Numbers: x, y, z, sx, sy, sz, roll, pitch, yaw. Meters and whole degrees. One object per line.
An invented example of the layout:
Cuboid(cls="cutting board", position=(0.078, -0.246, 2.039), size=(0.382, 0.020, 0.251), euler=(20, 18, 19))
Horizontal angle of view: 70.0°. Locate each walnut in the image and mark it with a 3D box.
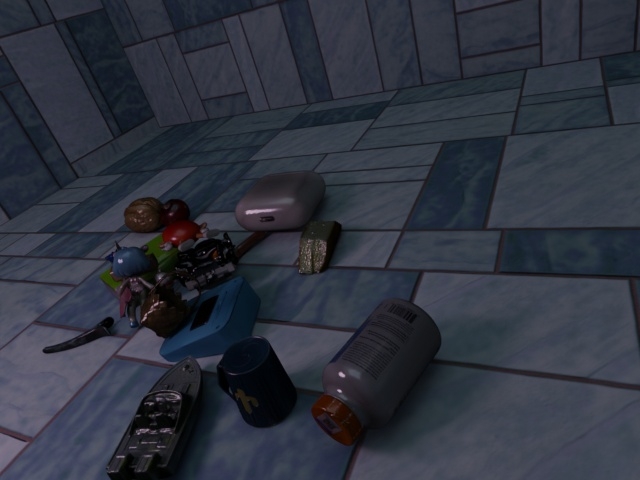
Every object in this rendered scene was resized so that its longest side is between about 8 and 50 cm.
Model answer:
Cuboid(cls="walnut", position=(-0.768, -0.111, 1.985), size=(0.183, 0.156, 0.155), euler=(-9, 31, 18))

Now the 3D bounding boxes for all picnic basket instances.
Cuboid(cls="picnic basket", position=(-0.415, 0.164, 1.279), size=(0.179, 0.128, 0.138), euler=(-55, 27, 4))

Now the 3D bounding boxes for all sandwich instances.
Cuboid(cls="sandwich", position=(0.000, 0.000, 1.454), size=(0.094, 0.096, 0.258), euler=(0, 37, 19))

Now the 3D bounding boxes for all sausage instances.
Cuboid(cls="sausage", position=(-0.256, 0.012, 1.621), size=(0.042, 0.036, 0.158), euler=(2, 36, 44))

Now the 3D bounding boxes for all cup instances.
Cuboid(cls="cup", position=(-0.152, 0.296, 0.984), size=(0.176, 0.155, 0.131), euler=(0, 34, 25))

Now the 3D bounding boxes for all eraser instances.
Cuboid(cls="eraser", position=(-0.605, 0.102, 1.607), size=(0.210, 0.092, 0.274), euler=(21, 48, 43))

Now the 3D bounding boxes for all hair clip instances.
Cuboid(cls="hair clip", position=(-0.753, 0.304, 1.408), size=(0.229, 0.039, 0.070), euler=(-21, 32, -3))

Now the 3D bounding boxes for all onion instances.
Cuboid(cls="onion", position=(-0.621, -0.115, 1.940), size=(0.131, 0.131, 0.131), euler=(-13, 31, 8))

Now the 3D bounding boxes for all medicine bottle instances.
Cuboid(cls="medicine bottle", position=(0.107, 0.258, 0.905), size=(0.156, 0.157, 0.288), euler=(13, 42, 41))

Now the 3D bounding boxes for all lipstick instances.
Cuboid(cls="lipstick", position=(-0.617, 0.089, 1.514), size=(0.145, 0.045, 0.045), euler=(-18, 38, -1))

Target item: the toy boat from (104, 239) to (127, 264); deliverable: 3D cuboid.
Cuboid(cls="toy boat", position=(-0.775, 0.048, 1.767), size=(0.174, 0.110, 0.091), euler=(12, 42, 38))

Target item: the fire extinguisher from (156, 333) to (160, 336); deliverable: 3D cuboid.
Cuboid(cls="fire extinguisher", position=(-0.455, 0.240, 1.359), size=(0.046, 0.032, 0.100), euler=(-22, 35, 15))

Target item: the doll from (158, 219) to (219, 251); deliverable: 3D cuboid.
Cuboid(cls="doll", position=(-0.465, -0.013, 1.551), size=(0.217, 0.085, 0.183), euler=(13, 34, 41))

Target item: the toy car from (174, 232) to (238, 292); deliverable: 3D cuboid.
Cuboid(cls="toy car", position=(-0.357, 0.065, 1.477), size=(0.193, 0.118, 0.301), euler=(-26, 16, -8))

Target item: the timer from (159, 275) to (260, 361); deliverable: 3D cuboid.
Cuboid(cls="timer", position=(-0.309, 0.230, 1.284), size=(0.249, 0.091, 0.232), euler=(-21, 29, 19))

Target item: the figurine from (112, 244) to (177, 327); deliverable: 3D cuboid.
Cuboid(cls="figurine", position=(-0.555, 0.133, 1.412), size=(0.205, 0.103, 0.260), euler=(-15, 71, 0))

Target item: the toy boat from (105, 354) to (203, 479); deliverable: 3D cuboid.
Cuboid(cls="toy boat", position=(-0.344, 0.379, 1.013), size=(0.141, 0.092, 0.320), euler=(-8, 31, 13))

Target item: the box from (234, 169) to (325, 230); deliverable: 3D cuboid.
Cuboid(cls="box", position=(-0.142, -0.151, 1.693), size=(0.288, 0.141, 0.349), euler=(-5, 26, 17))
